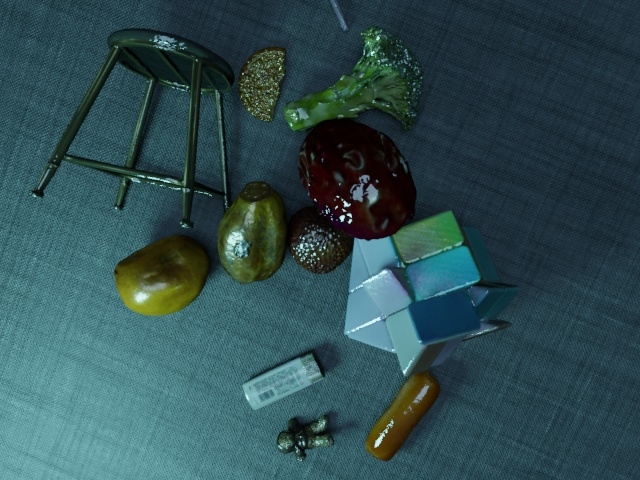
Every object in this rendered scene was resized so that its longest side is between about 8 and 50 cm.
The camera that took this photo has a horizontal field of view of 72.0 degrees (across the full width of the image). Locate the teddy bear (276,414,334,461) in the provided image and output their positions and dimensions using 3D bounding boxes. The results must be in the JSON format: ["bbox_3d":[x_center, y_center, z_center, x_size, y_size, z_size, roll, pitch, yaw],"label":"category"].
[{"bbox_3d":[-0.047,0.564,1.258,0.160,0.078,0.119,-11,50,-9],"label":"teddy bear"}]

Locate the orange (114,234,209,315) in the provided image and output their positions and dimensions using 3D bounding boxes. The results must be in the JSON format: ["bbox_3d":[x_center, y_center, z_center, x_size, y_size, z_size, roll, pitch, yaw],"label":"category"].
[{"bbox_3d":[-0.416,0.103,1.181,0.248,0.249,0.183,-21,108,5],"label":"orange"}]

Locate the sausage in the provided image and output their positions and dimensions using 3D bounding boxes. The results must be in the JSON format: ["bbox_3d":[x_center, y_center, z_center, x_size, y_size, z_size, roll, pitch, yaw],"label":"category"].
[{"bbox_3d":[0.228,0.492,1.231,0.089,0.083,0.300,31,96,-11],"label":"sausage"}]

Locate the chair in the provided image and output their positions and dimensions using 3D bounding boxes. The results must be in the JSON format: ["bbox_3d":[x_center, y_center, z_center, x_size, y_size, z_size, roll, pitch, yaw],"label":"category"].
[{"bbox_3d":[-0.393,-0.257,1.096,0.361,0.364,0.411,11,90,3],"label":"chair"}]

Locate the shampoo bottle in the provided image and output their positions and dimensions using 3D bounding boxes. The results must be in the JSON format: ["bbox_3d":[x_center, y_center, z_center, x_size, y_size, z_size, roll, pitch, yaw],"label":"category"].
[{"bbox_3d":[-0.105,0.398,1.258,0.227,0.056,0.086,-27,90,5],"label":"shampoo bottle"}]

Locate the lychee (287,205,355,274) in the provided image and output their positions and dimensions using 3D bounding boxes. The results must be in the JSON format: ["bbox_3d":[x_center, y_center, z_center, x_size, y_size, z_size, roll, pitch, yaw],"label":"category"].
[{"bbox_3d":[-0.003,-0.005,1.164,0.194,0.194,0.195,0,94,4],"label":"lychee"}]

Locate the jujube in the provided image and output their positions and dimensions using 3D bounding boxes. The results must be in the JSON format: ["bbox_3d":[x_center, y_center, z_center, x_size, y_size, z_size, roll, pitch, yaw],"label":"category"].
[{"bbox_3d":[0.081,-0.154,1.043,0.258,0.377,0.259,-7,115,-14],"label":"jujube"}]

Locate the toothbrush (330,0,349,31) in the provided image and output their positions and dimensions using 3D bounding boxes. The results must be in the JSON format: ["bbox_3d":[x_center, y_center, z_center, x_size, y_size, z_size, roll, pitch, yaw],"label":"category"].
[{"bbox_3d":[-0.007,-0.729,1.194,0.029,0.024,0.354,-25,92,10],"label":"toothbrush"}]

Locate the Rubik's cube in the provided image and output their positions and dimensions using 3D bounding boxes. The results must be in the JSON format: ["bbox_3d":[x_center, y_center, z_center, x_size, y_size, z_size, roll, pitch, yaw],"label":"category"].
[{"bbox_3d":[0.256,0.115,1.087,0.368,0.358,0.388,10,95,45],"label":"Rubik's cube"}]

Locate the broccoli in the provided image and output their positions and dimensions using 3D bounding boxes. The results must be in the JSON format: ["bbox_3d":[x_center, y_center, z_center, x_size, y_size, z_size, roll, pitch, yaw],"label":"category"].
[{"bbox_3d":[0.080,-0.403,1.140,0.361,0.221,0.252,-3,129,4],"label":"broccoli"}]

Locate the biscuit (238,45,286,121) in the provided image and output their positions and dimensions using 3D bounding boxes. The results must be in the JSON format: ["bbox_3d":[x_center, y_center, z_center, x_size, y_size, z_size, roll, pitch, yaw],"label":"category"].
[{"bbox_3d":[-0.166,-0.440,1.222,0.125,0.025,0.206,12,94,3],"label":"biscuit"}]

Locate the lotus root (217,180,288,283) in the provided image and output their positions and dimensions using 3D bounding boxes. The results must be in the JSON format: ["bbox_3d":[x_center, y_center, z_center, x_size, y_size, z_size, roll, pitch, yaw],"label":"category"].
[{"bbox_3d":[-0.178,-0.016,1.123,0.193,0.193,0.291,23,134,2],"label":"lotus root"}]
